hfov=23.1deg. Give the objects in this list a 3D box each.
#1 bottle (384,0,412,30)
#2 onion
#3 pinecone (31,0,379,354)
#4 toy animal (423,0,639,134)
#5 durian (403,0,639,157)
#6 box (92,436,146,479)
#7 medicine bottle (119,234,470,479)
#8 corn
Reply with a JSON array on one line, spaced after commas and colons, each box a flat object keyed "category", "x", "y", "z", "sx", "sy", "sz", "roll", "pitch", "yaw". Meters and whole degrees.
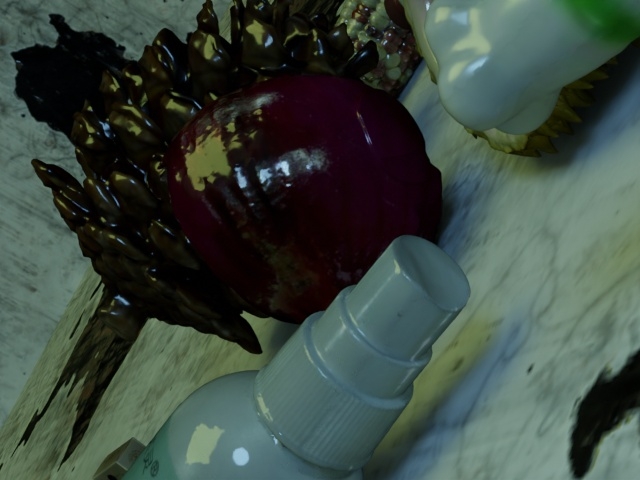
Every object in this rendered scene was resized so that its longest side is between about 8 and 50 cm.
[{"category": "bottle", "x": 0.113, "y": -0.203, "z": 1.001, "sx": 0.245, "sy": 0.104, "sz": 0.104, "roll": -38, "pitch": 25, "yaw": 58}, {"category": "onion", "x": 0.011, "y": -0.010, "z": 0.910, "sx": 0.135, "sy": 0.173, "sz": 0.198, "roll": -43, "pitch": 62, "yaw": 22}, {"category": "pinecone", "x": -0.071, "y": -0.050, "z": 1.103, "sx": 0.273, "sy": 0.224, "sz": 0.224, "roll": -57, "pitch": 13, "yaw": -1}, {"category": "toy animal", "x": 0.188, "y": -0.143, "z": 0.457, "sx": 0.181, "sy": 0.180, "sz": 0.363, "roll": -60, "pitch": 4, "yaw": -35}, {"category": "durian", "x": 0.114, "y": -0.149, "z": 0.817, "sx": 0.138, "sy": 0.183, "sz": 0.249, "roll": -33, "pitch": 16, "yaw": -10}, {"category": "box", "x": -0.106, "y": 0.168, "z": 1.036, "sx": 0.024, "sy": 0.083, "sz": 0.053, "roll": -60, "pitch": 10, "yaw": -32}, {"category": "medicine bottle", "x": -0.042, "y": 0.134, "z": 0.812, "sx": 0.352, "sy": 0.110, "sz": 0.110, "roll": -52, "pitch": 15, "yaw": 30}, {"category": "corn", "x": 0.036, "y": -0.146, "z": 1.222, "sx": 0.237, "sy": 0.079, "sz": 0.079, "roll": -59, "pitch": 13, "yaw": 7}]
